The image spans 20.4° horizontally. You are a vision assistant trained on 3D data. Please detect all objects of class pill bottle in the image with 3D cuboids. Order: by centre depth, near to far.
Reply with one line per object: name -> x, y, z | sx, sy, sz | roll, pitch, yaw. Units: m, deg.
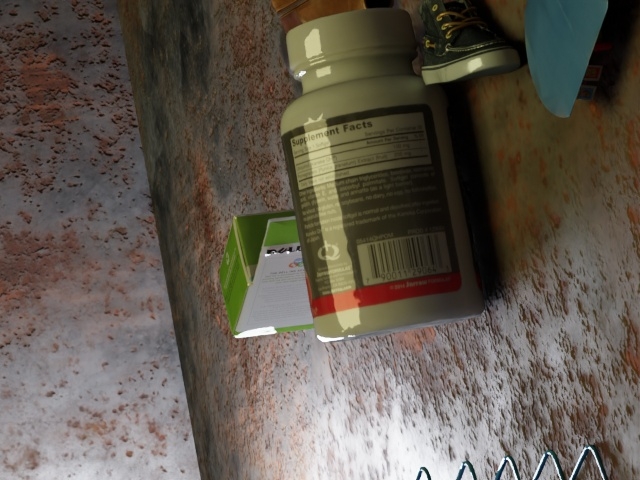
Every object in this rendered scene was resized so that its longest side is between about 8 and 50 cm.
pill bottle -> 0.055, -0.065, 1.794 | 0.176, 0.176, 0.319 | 153, 109, -74

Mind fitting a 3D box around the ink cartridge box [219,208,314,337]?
ink cartridge box -> 0.000, 0.000, 2.006 | 0.255, 0.188, 0.097 | 108, 151, -56

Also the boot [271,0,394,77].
boot -> -0.013, -0.338, 2.049 | 0.280, 0.096, 0.264 | 137, 123, -71

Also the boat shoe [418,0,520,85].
boat shoe -> 0.131, -0.192, 1.660 | 0.183, 0.065, 0.083 | -173, 74, -75

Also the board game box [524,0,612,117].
board game box -> 0.212, -0.186, 1.445 | 0.133, 0.033, 0.169 | -106, 22, -43

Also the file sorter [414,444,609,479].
file sorter -> 0.170, 0.255, 1.569 | 0.118, 0.170, 0.104 | 102, 159, -51
